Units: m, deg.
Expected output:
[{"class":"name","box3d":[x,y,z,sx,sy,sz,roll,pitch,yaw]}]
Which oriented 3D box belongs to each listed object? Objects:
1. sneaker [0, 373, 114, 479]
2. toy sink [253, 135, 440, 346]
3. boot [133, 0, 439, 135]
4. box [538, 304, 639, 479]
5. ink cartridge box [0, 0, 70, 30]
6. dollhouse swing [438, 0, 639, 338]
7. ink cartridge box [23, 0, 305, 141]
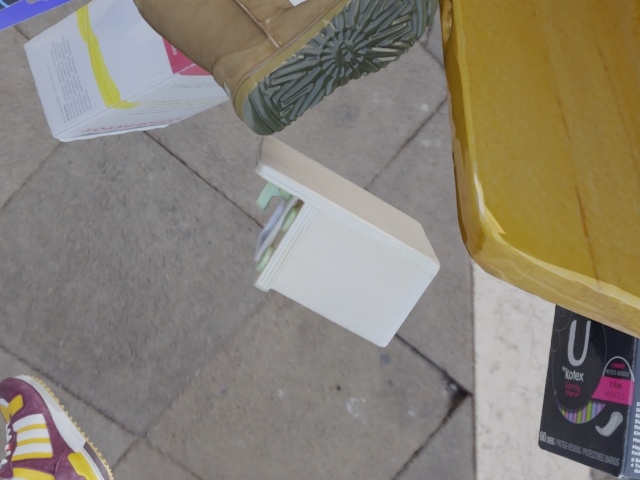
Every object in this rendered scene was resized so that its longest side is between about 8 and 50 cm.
[{"class":"sneaker","box3d":[-0.265,0.192,0.703,0.083,0.185,0.070,-28,134,-36]},{"class":"toy sink","box3d":[0.000,0.000,0.914,0.234,0.153,0.131,29,106,-12]},{"class":"boot","box3d":[-0.049,-0.250,0.782,0.236,0.269,0.089,-33,142,-7]},{"class":"box","box3d":[0.337,0.100,0.791,0.143,0.165,0.271,11,82,-11]},{"class":"ink cartridge box","box3d":[-0.396,-0.342,0.957,0.206,0.208,0.045,-16,62,18]},{"class":"dollhouse swing","box3d":[0.032,-0.146,0.199,0.304,0.347,0.315,2,66,-4]},{"class":"ink cartridge box","box3d":[-0.215,-0.292,1.176,0.279,0.384,0.161,-20,94,-54]}]
